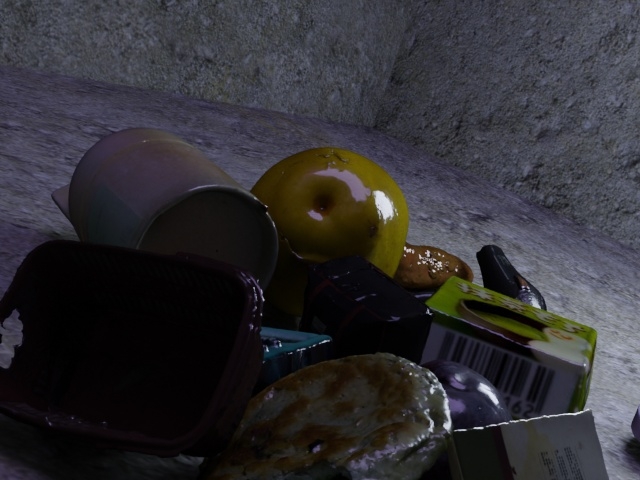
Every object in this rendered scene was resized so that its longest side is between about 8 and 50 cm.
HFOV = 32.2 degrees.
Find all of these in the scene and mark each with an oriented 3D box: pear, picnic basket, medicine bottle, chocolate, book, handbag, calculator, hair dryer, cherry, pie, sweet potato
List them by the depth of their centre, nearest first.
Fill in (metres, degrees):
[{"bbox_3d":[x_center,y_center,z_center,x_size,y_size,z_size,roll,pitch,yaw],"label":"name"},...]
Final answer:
[{"bbox_3d":[-0.001,0.208,1.141,0.302,0.067,0.302,-22,17,7],"label":"pie"},{"bbox_3d":[-0.194,0.128,1.162,0.296,0.223,0.129,9,-28,22],"label":"picnic basket"},{"bbox_3d":[0.243,0.291,1.206,0.026,0.201,0.289,-25,-20,39],"label":"book"},{"bbox_3d":[0.141,0.235,1.275,0.195,0.195,0.195,17,14,-4],"label":"cherry"},{"bbox_3d":[-0.146,0.141,1.367,0.248,0.058,0.274,4,6,32],"label":"calculator"},{"bbox_3d":[0.056,0.136,1.557,0.155,0.169,0.215,-9,27,-29],"label":"handbag"},{"bbox_3d":[-0.256,-0.044,1.699,0.235,0.236,0.406,9,17,-34],"label":"medicine bottle"},{"bbox_3d":[0.285,0.179,1.744,0.300,0.137,0.289,22,14,13],"label":"chocolate"},{"bbox_3d":[0.013,-0.002,1.788,0.284,0.285,0.336,25,-3,25],"label":"pear"},{"bbox_3d":[0.244,0.091,2.093,0.359,0.120,0.304,5,33,-14],"label":"hair dryer"},{"bbox_3d":[0.187,0.052,2.195,0.354,0.095,0.106,19,31,-36],"label":"sweet potato"}]

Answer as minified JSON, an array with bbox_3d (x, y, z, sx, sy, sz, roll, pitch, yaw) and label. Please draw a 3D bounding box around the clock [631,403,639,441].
[{"bbox_3d":[0.562,0.314,1.735,0.198,0.064,0.172,10,16,-33],"label":"clock"}]
